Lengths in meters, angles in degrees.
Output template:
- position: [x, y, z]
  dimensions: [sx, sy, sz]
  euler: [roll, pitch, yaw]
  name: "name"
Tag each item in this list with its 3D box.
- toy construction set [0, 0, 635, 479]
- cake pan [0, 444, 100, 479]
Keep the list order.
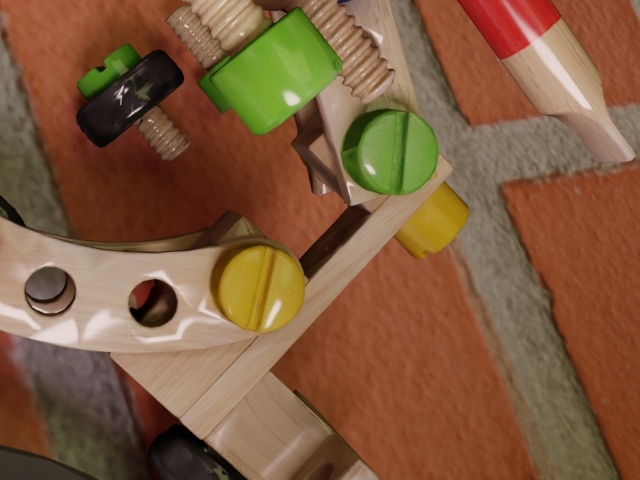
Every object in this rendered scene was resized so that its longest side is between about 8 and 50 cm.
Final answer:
- position: [0.000, 0.000, 0.480]
  dimensions: [0.237, 0.309, 0.257]
  euler: [51, 57, -10]
  name: "toy construction set"
- position: [-0.114, 0.189, 0.390]
  dimensions: [0.293, 0.054, 0.293]
  euler: [31, 34, -24]
  name: "cake pan"
